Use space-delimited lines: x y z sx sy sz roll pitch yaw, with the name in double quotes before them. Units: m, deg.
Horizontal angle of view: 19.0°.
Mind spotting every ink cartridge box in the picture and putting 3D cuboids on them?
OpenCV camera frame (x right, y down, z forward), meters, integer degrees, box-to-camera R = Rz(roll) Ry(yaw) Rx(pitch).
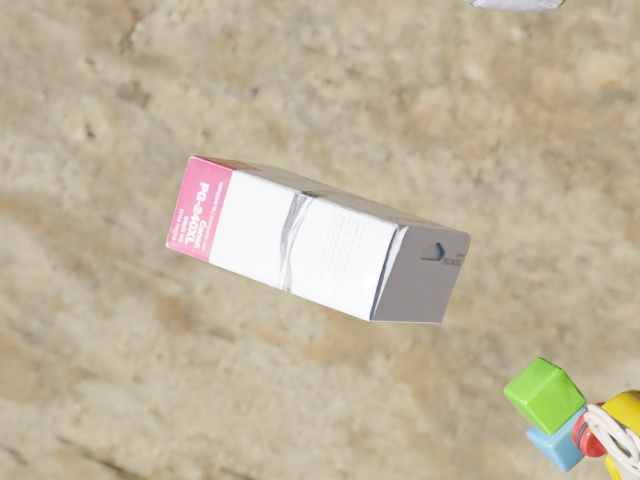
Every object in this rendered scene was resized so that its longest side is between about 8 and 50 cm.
"ink cartridge box" 0.000 0.000 1.172 0.150 0.063 0.109 20 -173 27

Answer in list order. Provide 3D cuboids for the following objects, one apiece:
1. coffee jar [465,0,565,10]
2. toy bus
"coffee jar" 0.166 -0.284 1.571 0.096 0.184 0.079 4 161 17
"toy bus" 0.202 0.110 0.926 0.191 0.104 0.202 47 172 -6
